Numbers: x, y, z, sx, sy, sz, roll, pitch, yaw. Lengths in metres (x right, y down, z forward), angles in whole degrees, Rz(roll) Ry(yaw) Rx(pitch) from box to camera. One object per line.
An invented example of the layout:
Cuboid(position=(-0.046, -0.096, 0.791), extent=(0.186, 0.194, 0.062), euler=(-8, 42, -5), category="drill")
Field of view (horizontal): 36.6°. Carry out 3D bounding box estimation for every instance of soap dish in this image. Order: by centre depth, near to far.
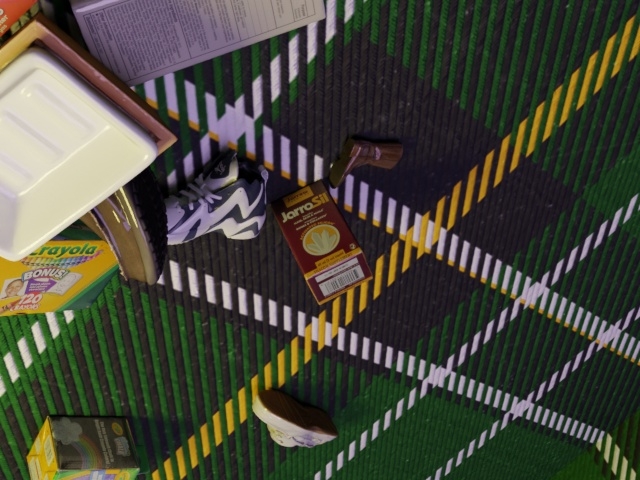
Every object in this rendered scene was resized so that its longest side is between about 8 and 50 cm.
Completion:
Cuboid(position=(-0.358, -0.124, 1.187), extent=(0.291, 0.118, 0.229), euler=(-34, 130, 19), category="soap dish")

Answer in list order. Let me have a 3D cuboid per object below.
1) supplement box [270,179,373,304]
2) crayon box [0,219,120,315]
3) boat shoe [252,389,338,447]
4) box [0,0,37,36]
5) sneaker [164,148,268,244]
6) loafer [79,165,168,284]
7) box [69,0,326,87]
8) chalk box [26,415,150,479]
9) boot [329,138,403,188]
Cuboid(position=(0.000, 0.000, 1.625), extent=(0.104, 0.188, 0.081), euler=(-26, 139, -2), category="supplement box")
Cuboid(position=(-0.427, 0.028, 1.440), extent=(0.278, 0.081, 0.165), euler=(-1, 137, -54), category="crayon box")
Cuboid(position=(-0.069, 0.401, 2.084), extent=(0.096, 0.098, 0.277), euler=(-40, 140, 13), category="boat shoe")
Cuboid(position=(-0.428, -0.297, 1.118), extent=(0.257, 0.128, 0.122), euler=(-39, 139, 14), category="box")
Cuboid(position=(-0.184, -0.078, 1.519), extent=(0.235, 0.094, 0.153), euler=(3, 126, -25), category="sneaker")
Cuboid(position=(-0.322, -0.093, 1.375), extent=(0.130, 0.134, 0.366), euler=(-14, 118, 9), category="loafer")
Cuboid(position=(-0.161, -0.322, 1.245), extent=(0.311, 0.121, 0.148), euler=(-20, 140, -9), category="box")
Cuboid(position=(-0.440, 0.433, 1.883), extent=(0.213, 0.132, 0.132), euler=(10, 127, -35), category="chalk box")
Cuboid(position=(0.081, -0.128, 1.658), extent=(0.114, 0.037, 0.106), euler=(1, 135, -36), category="boot")
